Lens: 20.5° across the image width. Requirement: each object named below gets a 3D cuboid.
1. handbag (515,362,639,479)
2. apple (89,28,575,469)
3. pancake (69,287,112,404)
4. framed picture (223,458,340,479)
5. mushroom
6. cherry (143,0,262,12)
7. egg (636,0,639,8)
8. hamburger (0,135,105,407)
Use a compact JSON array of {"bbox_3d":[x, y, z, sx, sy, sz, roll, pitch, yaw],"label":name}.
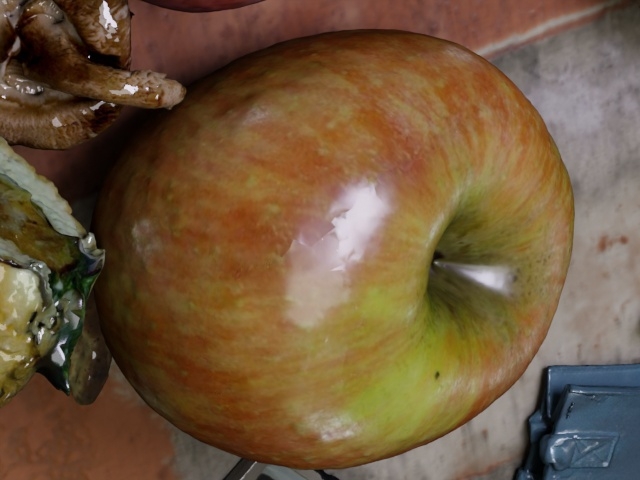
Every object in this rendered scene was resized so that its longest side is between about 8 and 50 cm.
[{"bbox_3d":[0.228,0.205,1.418,0.179,0.062,0.229,1,115,-19],"label":"handbag"},{"bbox_3d":[0.000,0.000,1.129,0.309,0.250,0.277,0,100,-45],"label":"apple"},{"bbox_3d":[-0.236,0.069,1.183,0.190,0.020,0.184,-31,123,-5],"label":"pancake"},{"bbox_3d":[-0.012,0.281,1.381,0.265,0.018,0.192,37,96,-32],"label":"framed picture"},{"bbox_3d":[-0.161,-0.115,1.065,0.170,0.080,0.135,24,120,12],"label":"mushroom"},{"bbox_3d":[-0.068,-0.254,0.981,0.261,0.221,0.307,-20,137,-14],"label":"cherry"},{"bbox_3d":[0.282,-0.225,1.151,0.186,0.186,0.242,-6,127,-19],"label":"egg"},{"bbox_3d":[-0.284,0.012,1.041,0.309,0.132,0.211,32,116,-9],"label":"hamburger"}]
